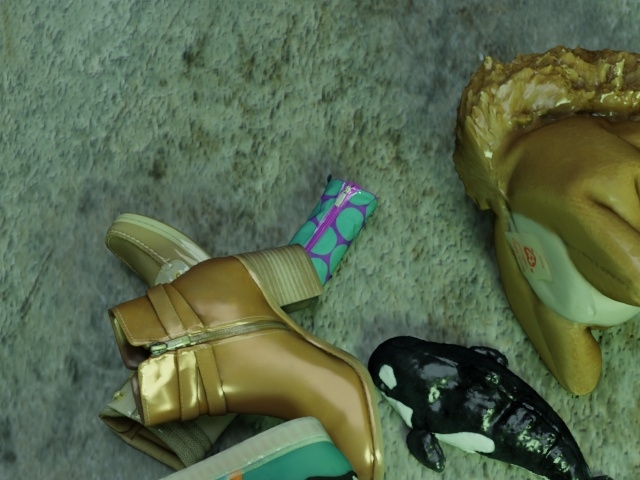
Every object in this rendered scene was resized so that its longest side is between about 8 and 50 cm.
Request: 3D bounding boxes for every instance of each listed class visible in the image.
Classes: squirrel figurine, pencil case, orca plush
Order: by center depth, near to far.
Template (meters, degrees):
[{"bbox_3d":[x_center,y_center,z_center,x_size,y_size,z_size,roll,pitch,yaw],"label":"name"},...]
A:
[{"bbox_3d":[0.169,0.179,1.727,0.151,0.102,0.287,-35,64,-17],"label":"orca plush"},{"bbox_3d":[0.354,-0.085,1.785,0.370,0.281,0.397,-26,64,-19],"label":"squirrel figurine"},{"bbox_3d":[0.000,0.000,1.861,0.064,0.070,0.151,26,65,17],"label":"pencil case"}]

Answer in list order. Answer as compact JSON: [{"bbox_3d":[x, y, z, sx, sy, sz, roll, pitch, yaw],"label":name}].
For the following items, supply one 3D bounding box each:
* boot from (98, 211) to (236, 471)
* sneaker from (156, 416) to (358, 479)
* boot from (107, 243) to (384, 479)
[{"bbox_3d":[-0.175,0.107,1.791,0.262,0.095,0.203,39,68,12],"label":"boot"},{"bbox_3d":[-0.098,0.279,1.546,0.302,0.108,0.121,-28,56,-16],"label":"sneaker"},{"bbox_3d":[-0.072,0.148,1.682,0.220,0.109,0.283,-18,77,-21],"label":"boot"}]
